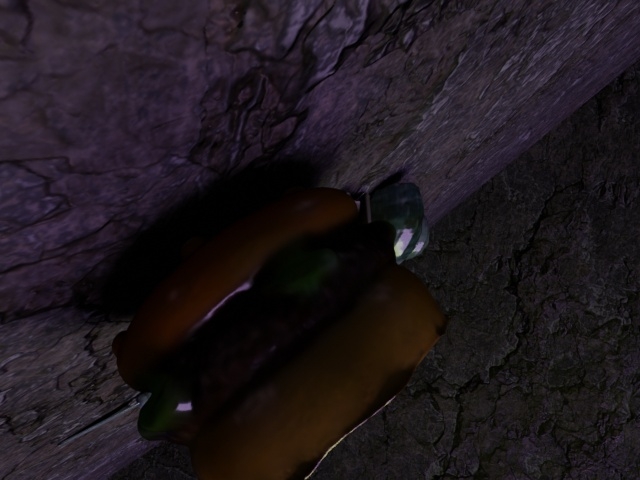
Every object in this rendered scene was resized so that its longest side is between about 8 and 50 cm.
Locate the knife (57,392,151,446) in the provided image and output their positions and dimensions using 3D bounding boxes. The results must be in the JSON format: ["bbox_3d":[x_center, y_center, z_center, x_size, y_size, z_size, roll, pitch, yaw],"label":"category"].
[{"bbox_3d":[-0.491,0.431,1.148,0.332,0.044,0.080,-22,168,-37],"label":"knife"}]

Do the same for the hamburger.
[{"bbox_3d":[-0.049,0.108,0.600,0.396,0.277,0.395,-40,172,-6],"label":"hamburger"}]

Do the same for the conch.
[{"bbox_3d":[0.173,-0.029,1.058,0.277,0.195,0.220,27,109,-43],"label":"conch"}]

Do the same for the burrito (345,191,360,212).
[{"bbox_3d":[0.000,0.000,0.856,0.226,0.060,0.087,-46,-165,28],"label":"burrito"}]

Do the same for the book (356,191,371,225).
[{"bbox_3d":[0.030,0.002,0.903,0.199,0.016,0.138,-44,-158,28],"label":"book"}]
